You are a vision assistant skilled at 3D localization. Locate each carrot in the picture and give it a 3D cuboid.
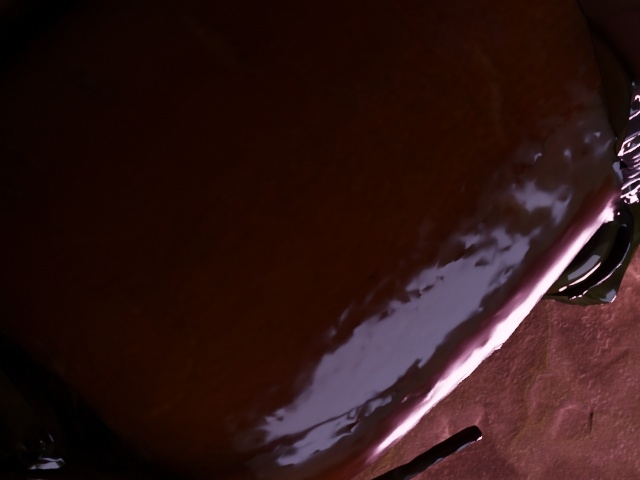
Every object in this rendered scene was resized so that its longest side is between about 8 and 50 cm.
[{"bbox_3d":[-0.027,-0.003,0.591,0.331,0.214,0.193,-39,176,-9],"label":"carrot"}]

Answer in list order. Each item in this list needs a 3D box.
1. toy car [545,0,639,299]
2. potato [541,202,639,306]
[{"bbox_3d":[0.011,-0.054,0.864,0.336,0.226,0.242,-27,162,3],"label":"toy car"},{"bbox_3d":[0.081,-0.122,1.103,0.330,0.213,0.280,7,-108,63],"label":"potato"}]
